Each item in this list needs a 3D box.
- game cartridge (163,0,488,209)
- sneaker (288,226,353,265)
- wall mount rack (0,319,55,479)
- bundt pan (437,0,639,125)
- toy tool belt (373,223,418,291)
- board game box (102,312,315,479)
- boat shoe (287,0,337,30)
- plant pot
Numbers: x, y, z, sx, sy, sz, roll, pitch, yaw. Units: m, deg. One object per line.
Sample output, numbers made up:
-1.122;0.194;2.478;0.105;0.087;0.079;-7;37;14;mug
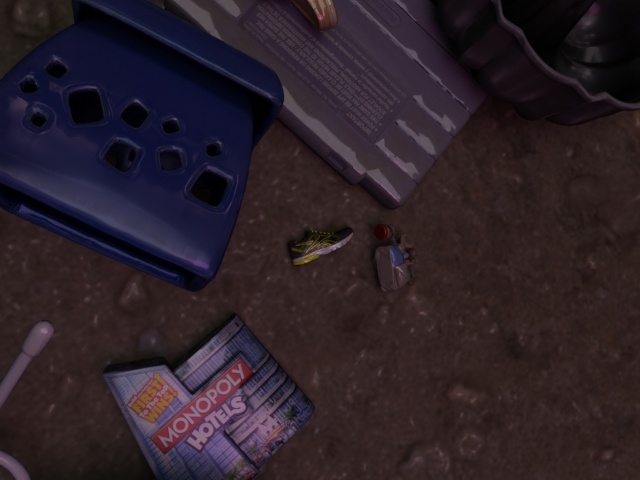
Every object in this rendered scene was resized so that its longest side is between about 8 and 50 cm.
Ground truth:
0.020;-0.230;0.809;0.355;0.068;0.230;41;83;-9;game cartridge
0.000;0.000;0.806;0.083;0.031;0.035;-27;94;-13;sneaker
-0.391;0.163;0.563;0.349;0.130;0.304;25;84;-25;wall mount rack
0.270;-0.277;0.807;0.330;0.124;0.331;9;68;-24;bundt pan
0.092;0.018;0.825;0.051;0.052;0.083;-13;95;-45;toy tool belt
-0.134;0.181;0.752;0.194;0.060;0.194;-41;98;-12;board game box
-0.047;-0.290;0.737;0.059;0.063;0.170;-36;87;-10;boat shoe
-0.175;-0.093;0.670;0.235;0.236;0.212;27;76;-11;plant pot
